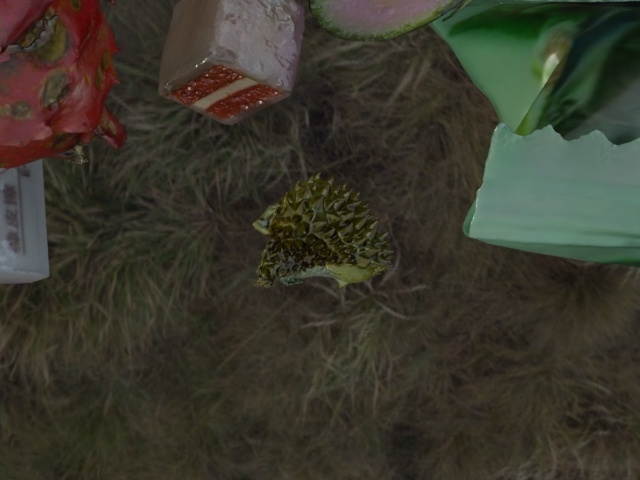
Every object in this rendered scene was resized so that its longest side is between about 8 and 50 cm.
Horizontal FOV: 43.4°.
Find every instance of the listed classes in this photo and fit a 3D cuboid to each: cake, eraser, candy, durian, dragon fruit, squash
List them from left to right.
[{"bbox_3d":[-0.486,-0.076,1.161,0.095,0.270,0.174,-14,168,38],"label":"eraser"},{"bbox_3d":[-0.250,-0.145,0.598,0.210,0.205,0.268,-37,142,2],"label":"dragon fruit"},{"bbox_3d":[-0.201,-0.421,1.799,0.237,0.309,0.230,16,71,-33],"label":"cake"},{"bbox_3d":[0.000,0.000,1.202,0.166,0.306,0.172,-36,78,27],"label":"durian"},{"bbox_3d":[0.023,-0.187,0.426,0.105,0.132,0.105,-17,155,-8],"label":"squash"},{"bbox_3d":[0.201,-0.116,0.580,0.263,0.397,0.172,7,130,-8],"label":"candy"}]
